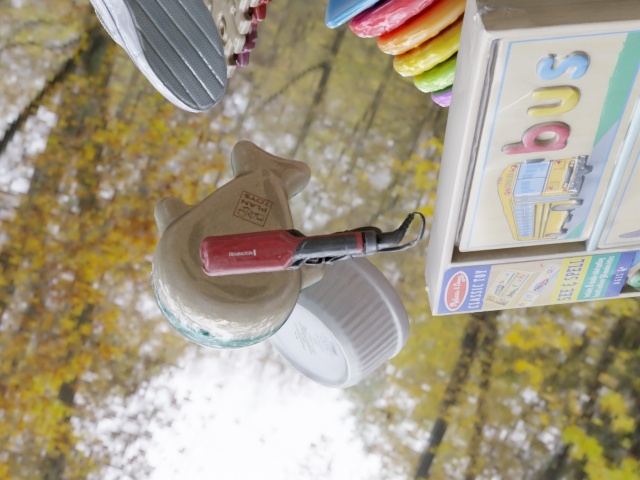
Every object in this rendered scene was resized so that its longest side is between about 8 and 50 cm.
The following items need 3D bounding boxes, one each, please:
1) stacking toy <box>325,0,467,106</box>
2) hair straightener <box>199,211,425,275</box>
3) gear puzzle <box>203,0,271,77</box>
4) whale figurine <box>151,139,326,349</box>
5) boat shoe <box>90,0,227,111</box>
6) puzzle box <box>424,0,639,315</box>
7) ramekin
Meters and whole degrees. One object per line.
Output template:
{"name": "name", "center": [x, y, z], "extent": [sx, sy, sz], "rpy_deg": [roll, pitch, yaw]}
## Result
{"name": "stacking toy", "center": [0.162, -0.226, 1.539], "extent": [0.302, 0.165, 0.175], "rpy_deg": [54, -145, -14]}
{"name": "hair straightener", "center": [0.000, 0.000, 1.220], "extent": [0.230, 0.047, 0.089], "rpy_deg": [-12, 176, 25]}
{"name": "gear puzzle", "center": [-0.062, -0.320, 1.228], "extent": [0.044, 0.339, 0.176], "rpy_deg": [-8, -114, -20]}
{"name": "whale figurine", "center": [-0.099, 0.010, 1.497], "extent": [0.216, 0.141, 0.272], "rpy_deg": [20, -126, -3]}
{"name": "boat shoe", "center": [-0.164, -0.220, 1.141], "extent": [0.075, 0.083, 0.226], "rpy_deg": [17, 140, 61]}
{"name": "puzzle box", "center": [0.236, -0.067, 1.036], "extent": [0.272, 0.409, 0.052], "rpy_deg": [-5, -122, -3]}
{"name": "ramekin", "center": [0.009, 0.107, 1.722], "extent": [0.207, 0.207, 0.109], "rpy_deg": [30, -125, 26]}
